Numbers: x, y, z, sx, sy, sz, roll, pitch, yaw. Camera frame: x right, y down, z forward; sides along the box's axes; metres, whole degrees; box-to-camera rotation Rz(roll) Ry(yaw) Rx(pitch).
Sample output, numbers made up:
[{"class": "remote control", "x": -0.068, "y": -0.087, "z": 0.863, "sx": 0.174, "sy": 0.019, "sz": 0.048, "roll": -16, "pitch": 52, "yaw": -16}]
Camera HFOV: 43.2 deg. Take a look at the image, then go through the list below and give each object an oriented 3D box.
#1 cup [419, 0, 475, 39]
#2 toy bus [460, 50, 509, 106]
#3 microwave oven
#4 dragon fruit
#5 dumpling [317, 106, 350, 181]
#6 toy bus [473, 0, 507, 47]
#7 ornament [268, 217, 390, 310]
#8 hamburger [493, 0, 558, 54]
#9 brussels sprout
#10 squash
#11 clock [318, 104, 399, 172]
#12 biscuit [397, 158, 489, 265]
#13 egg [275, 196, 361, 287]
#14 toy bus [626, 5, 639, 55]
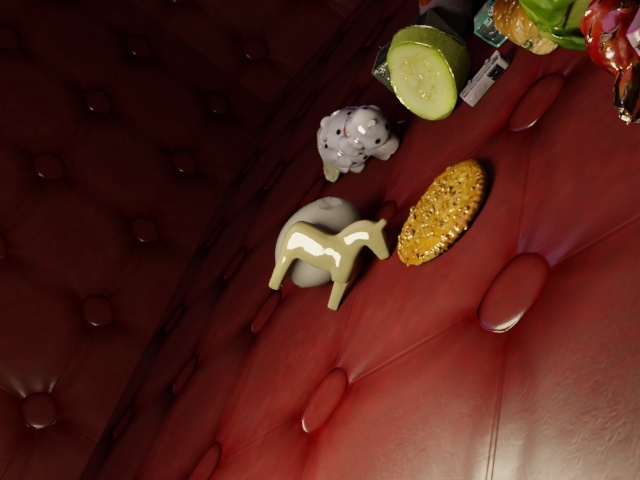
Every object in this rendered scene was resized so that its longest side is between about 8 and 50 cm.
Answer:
[{"class": "cup", "x": 0.352, "y": -0.677, "z": 2.257, "sx": 0.203, "sy": 0.203, "sz": 0.288, "roll": -41, "pitch": 28, "yaw": 41}, {"class": "toy bus", "x": 0.369, "y": -0.363, "z": 1.815, "sx": 0.130, "sy": 0.037, "sz": 0.052, "roll": -50, "pitch": 19, "yaw": 20}, {"class": "microwave oven", "x": 0.260, "y": -0.482, "z": 2.147, "sx": 0.205, "sy": 0.163, "sz": 0.129, "roll": -36, "pitch": 27, "yaw": 41}, {"class": "dragon fruit", "x": 0.471, "y": -0.284, "z": 1.246, "sx": 0.125, "sy": 0.125, "sz": 0.246, "roll": -17, "pitch": 55, "yaw": 44}, {"class": "dumpling", "x": 0.050, "y": -0.266, "z": 2.397, "sx": 0.252, "sy": 0.131, "sz": 0.179, "roll": 126, "pitch": 146, "yaw": -47}, {"class": "toy bus", "x": 0.455, "y": -0.564, "z": 1.833, "sx": 0.261, "sy": 0.091, "sz": 0.109, "roll": -48, "pitch": 25, "yaw": 36}, {"class": "ornament", "x": 0.027, "y": 0.032, "z": 1.754, "sx": 0.244, "sy": 0.230, "sz": 0.061, "roll": -69, "pitch": -13, "yaw": 18}, {"class": "hamburger", "x": 0.472, "y": -0.507, "z": 1.641, "sx": 0.286, "sy": 0.146, "sz": 0.243, "roll": -28, "pitch": 38, "yaw": 54}, {"class": "brussels sprout", "x": 0.440, "y": -0.478, "z": 1.406, "sx": 0.227, "sy": 0.294, "sz": 0.259, "roll": -35, "pitch": -22, "yaw": 0}, {"class": "squash", "x": 0.245, "y": -0.408, "z": 1.938, "sx": 0.133, "sy": 0.220, "sz": 0.220, "roll": -59, "pitch": 16, "yaw": -24}, {"class": "clock", "x": 0.111, "y": -0.285, "z": 2.148, "sx": 0.189, "sy": 0.189, "sz": 0.254, "roll": -58, "pitch": 15, "yaw": -11}, {"class": "biscuit", "x": 0.235, "y": -0.058, "z": 1.590, "sx": 0.254, "sy": 0.035, "sz": 0.254, "roll": -49, "pitch": 16, "yaw": 20}, {"class": "egg", "x": 0.000, "y": 0.000, "z": 1.891, "sx": 0.232, "sy": 0.176, "sz": 0.176, "roll": -48, "pitch": 17, "yaw": 4}, {"class": "toy bus", "x": 0.554, "y": -0.373, "z": 1.183, "sx": 0.274, "sy": 0.112, "sz": 0.090, "roll": -59, "pitch": 12, "yaw": -19}]
